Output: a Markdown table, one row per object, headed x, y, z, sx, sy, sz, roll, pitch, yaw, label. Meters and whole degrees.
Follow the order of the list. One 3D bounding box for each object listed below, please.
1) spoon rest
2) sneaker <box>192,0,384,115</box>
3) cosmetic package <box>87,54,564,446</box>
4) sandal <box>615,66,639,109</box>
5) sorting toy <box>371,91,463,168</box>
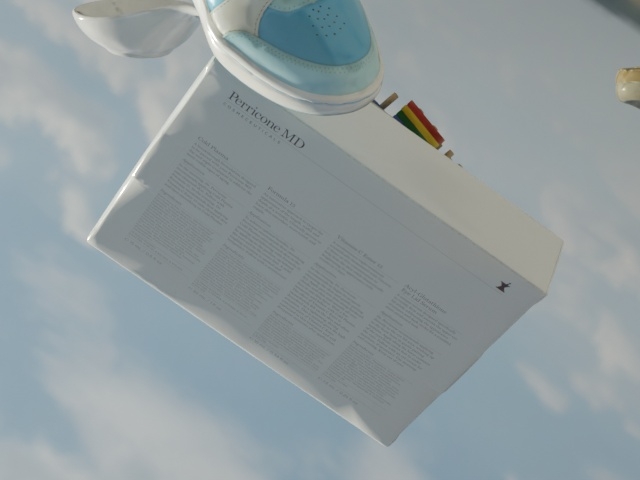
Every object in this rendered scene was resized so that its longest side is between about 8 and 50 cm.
| x | y | z | sx | sy | sz | roll | pitch | yaw | label |
| --- | --- | --- | --- | --- | --- | --- | --- | --- | --- |
| -0.152 | -0.222 | 1.789 | 0.137 | 0.084 | 0.276 | -14 | -151 | -38 | spoon rest |
| -0.049 | -0.261 | 1.360 | 0.319 | 0.127 | 0.208 | 53 | 156 | 24 | sneaker |
| 0.000 | 0.000 | 1.664 | 0.377 | 0.284 | 0.097 | 35 | -137 | -7 | cosmetic package |
| 0.235 | -0.051 | 0.961 | 0.180 | 0.049 | 0.072 | 18 | 169 | -31 | sandal |
| 0.099 | -0.108 | 1.849 | 0.132 | 0.046 | 0.274 | 53 | 175 | -36 | sorting toy |
